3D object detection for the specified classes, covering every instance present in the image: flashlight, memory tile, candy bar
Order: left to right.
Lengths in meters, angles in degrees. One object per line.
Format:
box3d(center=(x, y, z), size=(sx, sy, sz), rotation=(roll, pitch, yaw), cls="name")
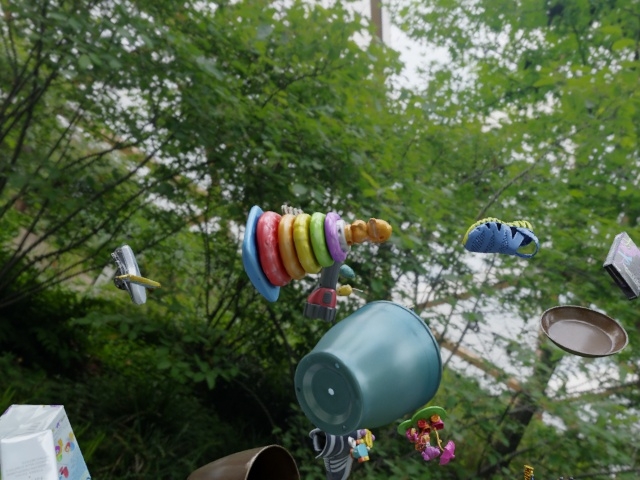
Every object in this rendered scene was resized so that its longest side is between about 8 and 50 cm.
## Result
box3d(center=(-0.497, 0.112, 1.523), size=(0.040, 0.018, 0.161), rotation=(-9, -18, 15), cls="candy bar")
box3d(center=(-0.058, -0.033, 1.443), size=(0.012, 0.113, 0.148), rotation=(-17, -8, 17), cls="memory tile")
box3d(center=(0.024, 0.097, 1.725), size=(0.103, 0.304, 0.103), rotation=(9, -6, 25), cls="flashlight")

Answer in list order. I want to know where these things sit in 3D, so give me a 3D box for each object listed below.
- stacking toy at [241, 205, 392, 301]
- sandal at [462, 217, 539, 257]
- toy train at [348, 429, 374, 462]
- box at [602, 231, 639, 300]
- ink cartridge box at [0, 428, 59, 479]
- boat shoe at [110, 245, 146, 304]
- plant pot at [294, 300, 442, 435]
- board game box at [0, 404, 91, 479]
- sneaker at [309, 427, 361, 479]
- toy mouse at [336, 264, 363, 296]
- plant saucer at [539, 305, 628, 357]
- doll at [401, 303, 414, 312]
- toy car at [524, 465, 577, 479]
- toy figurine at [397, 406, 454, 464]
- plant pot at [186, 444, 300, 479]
box3d(center=(0.000, 0.000, 1.153), size=(0.302, 0.165, 0.175), rotation=(-12, -51, 15), cls="stacking toy")
box3d(center=(0.652, 0.001, 1.964), size=(0.317, 0.126, 0.138), rotation=(-4, 39, -20), cls="sandal")
box3d(center=(0.102, 0.558, 1.592), size=(0.125, 0.046, 0.166), rotation=(57, 24, -13), cls="toy train")
box3d(center=(0.798, 0.065, 1.442), size=(0.116, 0.162, 0.029), rotation=(50, -39, -3), cls="box")
box3d(center=(-0.461, 0.565, 0.917), size=(0.091, 0.308, 0.385), rotation=(-5, 40, -27), cls="ink cartridge box")
box3d(center=(-0.591, 0.111, 1.681), size=(0.080, 0.076, 0.228), rotation=(80, -17, -56), cls="boat shoe")
box3d(center=(0.089, 0.294, 1.230), size=(0.272, 0.271, 0.255), rotation=(24, 23, 34), cls="plant pot")
box3d(center=(-0.667, 0.543, 1.309), size=(0.142, 0.275, 0.144), rotation=(-2, 25, 9), cls="board game box")
box3d(center=(0.027, 0.674, 1.745), size=(0.153, 0.282, 0.099), rotation=(3, 35, -25), cls="sneaker")
box3d(center=(0.065, 0.132, 1.939), size=(0.161, 0.143, 0.031), rotation=(-11, 10, -8), cls="toy mouse")
box3d(center=(0.641, 0.230, 1.362), size=(0.199, 0.036, 0.198), rotation=(0, 27, 0), cls="plant saucer")
box3d(center=(0.348, 0.332, 2.061), size=(0.129, 0.046, 0.189), rotation=(-3, -71, 57), cls="doll")
box3d(center=(0.525, 0.545, 1.248), size=(0.060, 0.040, 0.122), rotation=(14, -8, -42), cls="toy car")
box3d(center=(0.354, 0.644, 1.775), size=(0.159, 0.173, 0.130), rotation=(-113, -172, -52), cls="toy figurine")
box3d(center=(-0.200, 0.588, 1.282), size=(0.230, 0.215, 0.215), rotation=(-13, -32, 29), cls="plant pot")
